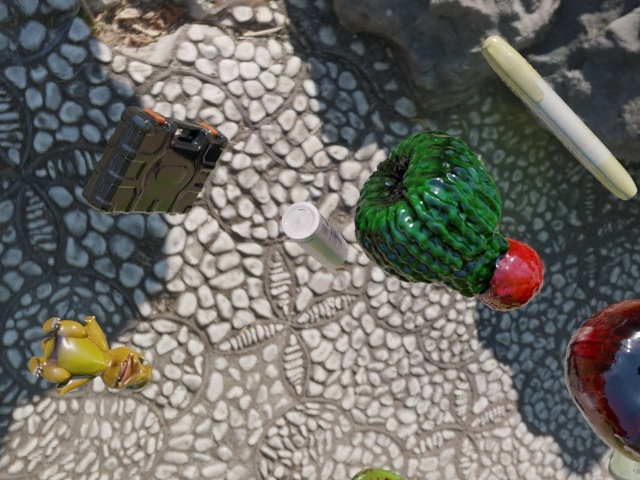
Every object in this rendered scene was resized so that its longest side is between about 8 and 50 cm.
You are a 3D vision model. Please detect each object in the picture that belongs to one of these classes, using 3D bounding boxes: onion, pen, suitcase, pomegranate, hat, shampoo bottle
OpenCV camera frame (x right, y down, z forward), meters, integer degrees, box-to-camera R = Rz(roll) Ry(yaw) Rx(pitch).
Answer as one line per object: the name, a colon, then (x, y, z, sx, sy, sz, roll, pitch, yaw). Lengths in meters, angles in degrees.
onion: (0.537, 0.220, 1.023, 0.273, 0.285, 0.273, 0, 73, -1)
pen: (0.258, -0.131, 0.694, 0.233, 0.040, 0.032, 46, 110, -1)
suitcase: (-0.311, -0.144, 1.258, 0.206, 0.066, 0.285, -58, 161, 14)
pomegranate: (0.161, 0.720, 1.759, 0.211, 0.263, 0.211, 0, 90, 17)
hat: (0.223, 0.001, 1.074, 0.332, 0.274, 0.242, 40, 129, -17)
shampoo bottle: (0.000, 0.000, 1.553, 0.092, 0.092, 0.303, -53, 156, -4)

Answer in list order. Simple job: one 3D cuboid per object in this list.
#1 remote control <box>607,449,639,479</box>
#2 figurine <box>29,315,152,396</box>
remote control: (0.746, 0.491, 1.311, 0.038, 0.309, 0.090, 46, 62, -41)
figurine: (-0.343, 0.182, 0.977, 0.176, 0.122, 0.121, 24, 72, -22)
